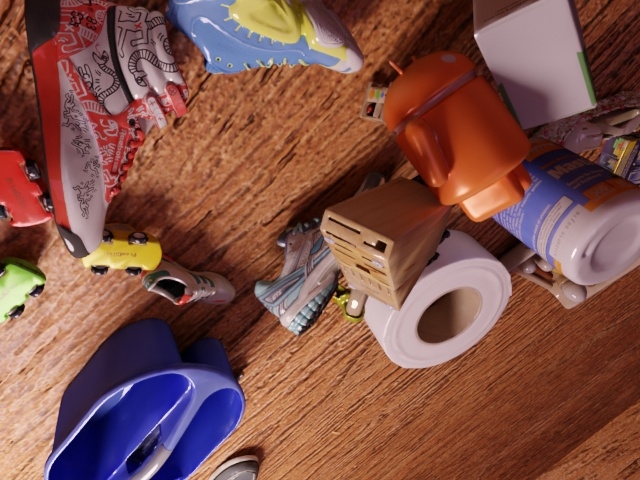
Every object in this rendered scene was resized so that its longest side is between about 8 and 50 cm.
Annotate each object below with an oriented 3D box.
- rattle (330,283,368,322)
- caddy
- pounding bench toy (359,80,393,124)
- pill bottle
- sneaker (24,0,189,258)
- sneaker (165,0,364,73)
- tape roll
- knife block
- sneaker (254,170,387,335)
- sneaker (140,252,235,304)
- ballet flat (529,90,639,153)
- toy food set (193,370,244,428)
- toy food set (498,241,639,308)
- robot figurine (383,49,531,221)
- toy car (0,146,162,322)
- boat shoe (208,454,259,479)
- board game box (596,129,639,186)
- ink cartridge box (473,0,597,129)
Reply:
[{"bbox_3d":[0.051,0.031,0.793,0.130,0.143,0.199,-7,116,-61],"label":"rattle"},{"bbox_3d":[-0.279,0.296,0.733,0.241,0.179,0.341,31,107,-37],"label":"caddy"},{"bbox_3d":[0.108,-0.187,0.636,0.083,0.065,0.052,8,106,-29],"label":"pounding bench toy"},{"bbox_3d":[0.350,-0.069,0.701,0.153,0.272,0.152,-13,128,-17],"label":"pill bottle"},{"bbox_3d":[-0.216,-0.115,0.489,0.145,0.090,0.269,-6,105,-23],"label":"sneaker"},{"bbox_3d":[-0.066,-0.239,0.524,0.240,0.091,0.126,22,130,-35],"label":"sneaker"},{"bbox_3d":[0.231,0.120,0.896,0.287,0.100,0.286,-12,127,-17],"label":"tape roll"},{"bbox_3d":[0.122,-0.039,0.614,0.242,0.088,0.275,-57,155,-15],"label":"knife block"},{"bbox_3d":[0.000,0.000,0.697,0.283,0.122,0.110,-56,171,-5],"label":"sneaker"},{"bbox_3d":[-0.196,0.077,0.680,0.161,0.075,0.057,30,107,-37],"label":"sneaker"},{"bbox_3d":[0.488,-0.202,0.798,0.241,0.077,0.091,-25,131,-6],"label":"ballet flat"},{"bbox_3d":[-0.187,0.308,0.852,0.019,0.078,0.122,43,104,-8],"label":"toy food set"},{"bbox_3d":[0.545,0.044,0.959,0.306,0.092,0.220,22,126,-36],"label":"toy food set"},{"bbox_3d":[0.162,-0.131,0.545,0.158,0.128,0.219,-36,92,-8],"label":"robot figurine"},{"bbox_3d":[-0.360,0.015,0.575,0.225,0.053,0.239,-41,129,8],"label":"toy car"},{"bbox_3d":[-0.222,0.630,1.050,0.116,0.099,0.319,18,114,-33],"label":"boat shoe"},{"bbox_3d":[0.632,-0.142,0.927,0.141,0.048,0.170,-10,127,-16],"label":"board game box"},{"bbox_3d":[0.253,-0.273,0.544,0.093,0.219,0.160,-15,140,34],"label":"ink cartridge box"}]
